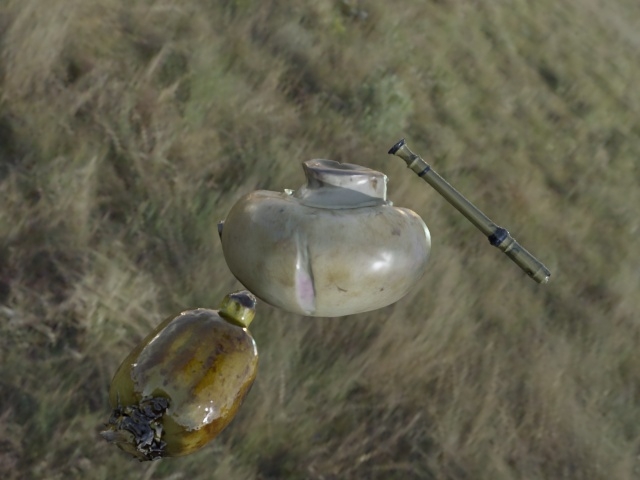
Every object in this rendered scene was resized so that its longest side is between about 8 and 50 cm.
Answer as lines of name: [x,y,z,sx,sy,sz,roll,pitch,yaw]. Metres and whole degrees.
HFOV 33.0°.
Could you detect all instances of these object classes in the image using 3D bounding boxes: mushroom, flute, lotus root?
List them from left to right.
lotus root: [-0.183,0.193,1.518,0.169,0.141,0.314,34,59,12]
mushroom: [0.000,0.000,1.267,0.254,0.184,0.255,9,15,-2]
flute: [0.171,-0.032,1.228,0.233,0.027,0.027,42,23,3]
